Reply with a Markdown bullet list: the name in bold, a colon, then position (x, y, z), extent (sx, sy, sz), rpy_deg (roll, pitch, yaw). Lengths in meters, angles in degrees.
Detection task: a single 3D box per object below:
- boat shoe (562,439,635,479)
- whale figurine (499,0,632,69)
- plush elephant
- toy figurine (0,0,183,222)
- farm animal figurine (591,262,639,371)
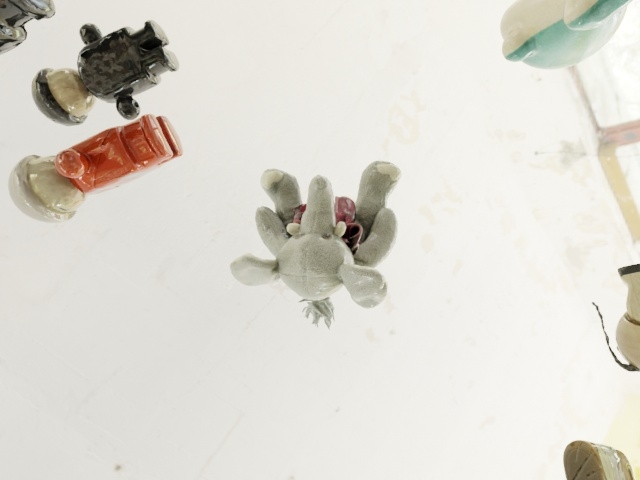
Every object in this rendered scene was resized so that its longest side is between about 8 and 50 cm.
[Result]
- **boat shoe**: position (0.215, 0.217, 0.312), extent (0.045, 0.050, 0.135), rpy_deg (9, -113, -14)
- **whale figurine**: position (0.371, -0.321, 0.624), extent (0.141, 0.216, 0.272), rpy_deg (48, -159, -13)
- **plush elephant**: position (0.000, 0.000, 0.745), extent (0.255, 0.272, 0.329), rpy_deg (33, -119, -84)
- **toy figurine**: position (-0.225, -0.144, 0.348), extent (0.209, 0.148, 0.213), rpy_deg (55, -163, -55)
- **farm animal figurine**: position (0.483, 0.083, 0.479), extent (0.330, 0.327, 0.172), rpy_deg (30, -129, -23)
